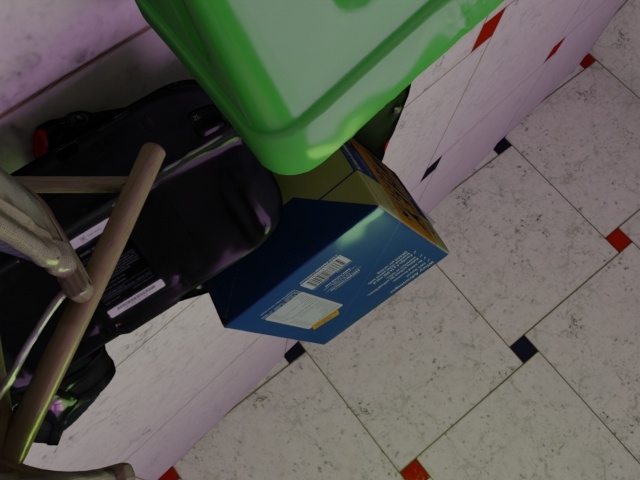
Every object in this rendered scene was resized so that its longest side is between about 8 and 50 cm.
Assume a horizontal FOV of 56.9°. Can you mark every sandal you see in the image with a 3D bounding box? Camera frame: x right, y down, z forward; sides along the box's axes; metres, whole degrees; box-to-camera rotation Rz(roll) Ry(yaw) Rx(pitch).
[{"bbox_3d":[-0.312,0.177,0.729,0.168,0.107,0.446,-54,175,-19],"label":"sandal"}]

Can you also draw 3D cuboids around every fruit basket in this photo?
[{"bbox_3d":[0.045,-0.237,0.435,0.392,0.283,0.392,-29,150,-18],"label":"fruit basket"}]

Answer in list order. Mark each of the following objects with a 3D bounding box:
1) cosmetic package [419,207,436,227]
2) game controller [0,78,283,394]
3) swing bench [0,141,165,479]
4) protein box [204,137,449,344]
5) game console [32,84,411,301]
[{"bbox_3d":[0.088,-0.057,1.100,0.085,0.231,0.117,-33,162,-44],"label":"cosmetic package"},{"bbox_3d":[-0.189,0.002,0.503,0.319,0.067,0.166,-32,124,-6],"label":"game controller"},{"bbox_3d":[-0.200,0.009,0.296,0.253,0.165,0.255,88,2,-70],"label":"swing bench"},{"bbox_3d":[0.000,0.000,0.658,0.199,0.136,0.201,-39,151,16],"label":"protein box"},{"bbox_3d":[-0.101,-0.051,0.689,0.386,0.060,0.342,-17,150,-23],"label":"game console"}]
